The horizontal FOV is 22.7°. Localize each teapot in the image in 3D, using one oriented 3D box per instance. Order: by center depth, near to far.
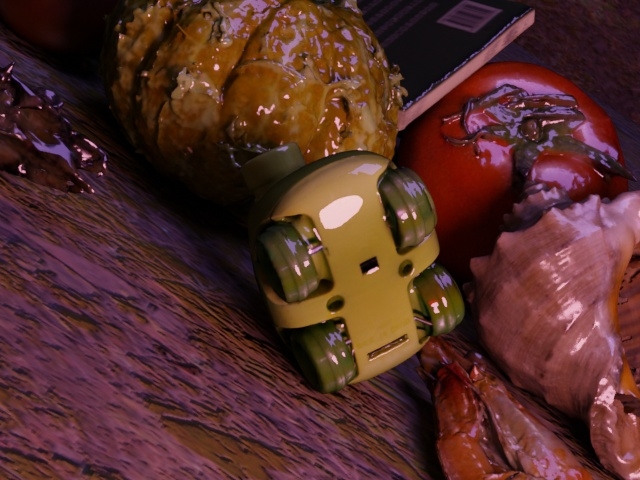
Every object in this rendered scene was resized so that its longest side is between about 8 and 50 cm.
[{"bbox_3d":[-0.220,-0.274,1.571,0.252,0.135,0.178,0,69,-13],"label":"teapot"}]

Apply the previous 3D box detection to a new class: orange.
[{"bbox_3d":[-0.066,-0.152,1.496,0.301,0.223,0.300,20,17,-37],"label":"orange"}]

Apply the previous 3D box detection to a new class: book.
[{"bbox_3d":[0.013,-0.237,1.757,0.371,0.043,0.260,22,44,32],"label":"book"}]

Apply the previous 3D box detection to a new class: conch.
[{"bbox_3d":[0.286,0.082,1.536,0.186,0.263,0.324,108,-39,-89],"label":"conch"}]

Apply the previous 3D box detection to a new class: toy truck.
[{"bbox_3d":[0.011,0.017,1.282,0.187,0.148,0.210,67,-16,-15],"label":"toy truck"}]

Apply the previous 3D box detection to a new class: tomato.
[{"bbox_3d":[0.205,-0.064,1.709,0.255,0.224,0.256,3,53,-4],"label":"tomato"}]

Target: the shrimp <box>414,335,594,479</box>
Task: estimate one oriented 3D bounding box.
[{"bbox_3d":[0.139,0.169,1.278,0.154,0.062,0.294,14,27,-36],"label":"shrimp"}]

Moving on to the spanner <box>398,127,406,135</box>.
[{"bbox_3d":[0.146,-0.129,2.163,0.325,0.026,0.093,31,18,-7],"label":"spanner"}]

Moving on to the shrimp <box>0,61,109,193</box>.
[{"bbox_3d":[-0.353,-0.127,1.136,0.445,0.085,0.272,25,24,-20],"label":"shrimp"}]
